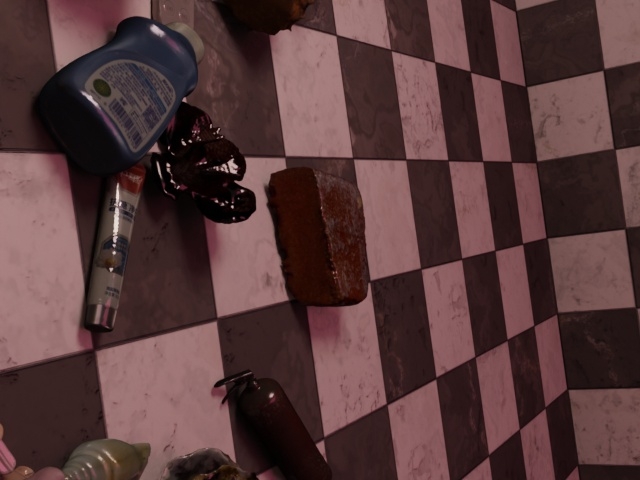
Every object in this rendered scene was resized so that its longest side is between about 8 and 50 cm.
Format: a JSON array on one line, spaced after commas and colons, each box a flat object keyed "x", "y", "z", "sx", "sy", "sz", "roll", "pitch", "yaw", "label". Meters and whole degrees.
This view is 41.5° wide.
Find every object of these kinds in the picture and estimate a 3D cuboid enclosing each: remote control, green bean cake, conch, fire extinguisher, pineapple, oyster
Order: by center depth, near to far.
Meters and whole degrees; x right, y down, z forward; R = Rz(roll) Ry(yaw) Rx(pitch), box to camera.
[{"x": -0.259, "y": 0.282, "z": 1.006, "sx": 0.180, "sy": 0.065, "sz": 0.088, "roll": 6, "pitch": 77, "yaw": -64, "label": "conch"}, {"x": -0.110, "y": 0.418, "z": 1.169, "sx": 0.162, "sy": 0.158, "sz": 0.351, "roll": -38, "pitch": 136, "yaw": -7, "label": "oyster"}, {"x": -0.220, "y": -0.411, "z": 1.265, "sx": 0.077, "sy": 0.022, "sz": 0.245, "roll": 17, "pitch": 69, "yaw": -57, "label": "remote control"}, {"x": -0.072, "y": 0.296, "z": 1.312, "sx": 0.089, "sy": 0.072, "sz": 0.268, "roll": -36, "pitch": 120, "yaw": -15, "label": "fire extinguisher"}, {"x": -0.035, "y": -0.484, "z": 1.455, "sx": 0.166, "sy": 0.165, "sz": 0.365, "roll": 65, "pitch": 34, "yaw": -26, "label": "pineapple"}, {"x": 0.000, "y": 0.000, "z": 1.462, "sx": 0.198, "sy": 0.097, "sz": 0.233, "roll": 5, "pitch": 79, "yaw": -60, "label": "green bean cake"}]

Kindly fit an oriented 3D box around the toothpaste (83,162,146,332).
[{"x": -0.266, "y": 0.000, "z": 1.086, "sx": 0.062, "sy": 0.039, "sz": 0.239, "roll": 29, "pitch": 57, "yaw": -45, "label": "toothpaste"}]

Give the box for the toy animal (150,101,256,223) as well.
[{"x": -0.172, "y": -0.106, "z": 1.235, "sx": 0.219, "sy": 0.116, "sz": 0.179, "roll": 55, "pitch": 2, "yaw": 7, "label": "toy animal"}]

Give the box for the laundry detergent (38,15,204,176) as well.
[{"x": -0.245, "y": -0.212, "z": 1.124, "sx": 0.143, "sy": 0.094, "sz": 0.290, "roll": 53, "pitch": 37, "yaw": -20, "label": "laundry detergent"}]

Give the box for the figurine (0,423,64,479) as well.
[{"x": -0.327, "y": 0.269, "z": 0.864, "sx": 0.137, "sy": 0.111, "sz": 0.229, "roll": -44, "pitch": 110, "yaw": -47, "label": "figurine"}]
